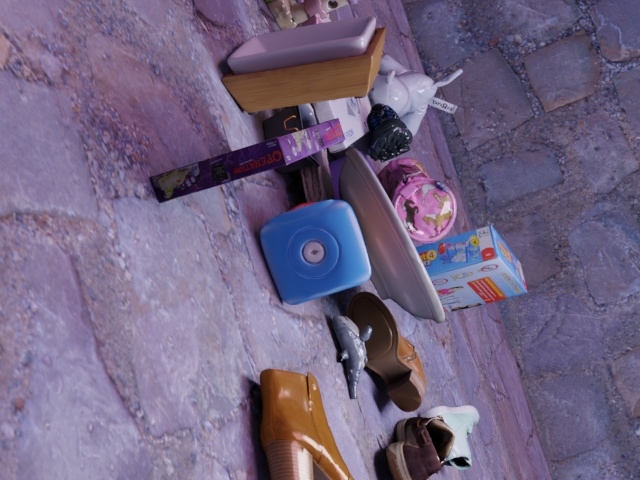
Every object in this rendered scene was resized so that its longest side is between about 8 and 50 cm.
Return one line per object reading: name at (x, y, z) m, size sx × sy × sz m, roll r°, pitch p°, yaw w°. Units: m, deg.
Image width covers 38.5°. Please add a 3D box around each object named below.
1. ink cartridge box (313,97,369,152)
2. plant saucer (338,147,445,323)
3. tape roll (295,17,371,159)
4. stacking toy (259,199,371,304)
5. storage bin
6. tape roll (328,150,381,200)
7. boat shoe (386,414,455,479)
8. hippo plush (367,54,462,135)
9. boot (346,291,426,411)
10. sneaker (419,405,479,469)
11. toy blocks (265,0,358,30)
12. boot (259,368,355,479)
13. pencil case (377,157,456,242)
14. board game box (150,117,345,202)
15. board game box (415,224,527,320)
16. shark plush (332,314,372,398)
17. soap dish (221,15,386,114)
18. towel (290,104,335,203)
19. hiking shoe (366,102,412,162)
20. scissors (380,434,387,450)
ink cartridge box at (0.032, -0.325, 2.057) m, size 0.224 × 0.045 × 0.223 m, roll 68°, pitch 22°, yaw -10°
plant saucer at (0.120, 0.007, 1.872) m, size 0.401 × 0.100 × 0.400 m, roll 63°, pitch 0°, yaw -1°
tape roll at (0.033, -0.382, 2.293) m, size 0.392 × 0.072 × 0.392 m, roll 54°, pitch 25°, yaw -39°
stacking toy at (0.000, 0.000, 1.732) m, size 0.302 × 0.175 × 0.166 m, roll -59°, pitch 131°, yaw -81°
storage bin at (-0.061, -0.201, 1.813) m, size 0.098 × 0.091 × 0.135 m, roll 39°, pitch 35°, yaw -58°
tape roll at (0.088, -0.110, 2.165) m, size 0.189 × 0.080 × 0.189 m, roll -19°, pitch 90°, yaw -72°
boat shoe at (0.227, 0.431, 1.920) m, size 0.342 × 0.123 × 0.123 m, roll 7°, pitch 61°, yaw -76°
hippo plush at (0.201, -0.379, 2.561) m, size 0.236 × 0.294 × 0.234 m, roll -28°, pitch 130°, yaw -53°
boot at (0.150, 0.216, 1.986) m, size 0.283 × 0.109 × 0.220 m, roll 57°, pitch 13°, yaw -7°
sneaker at (0.333, 0.486, 2.235) m, size 0.256 × 0.094 × 0.151 m, roll 15°, pitch 51°, yaw -57°
toy blocks at (-0.028, -0.637, 2.076) m, size 0.289 × 0.260 × 0.309 m, roll 57°, pitch 23°, yaw -34°
boot at (0.004, 0.326, 1.449) m, size 0.295 × 0.104 × 0.211 m, roll 42°, pitch 34°, yaw -48°
pencil case at (0.235, -0.110, 2.331) m, size 0.386 × 0.160 × 0.167 m, roll -103°, pitch -155°, yaw -78°
board game box at (-0.100, -0.132, 1.448) m, size 0.056 × 0.208 × 0.347 m, roll 69°, pitch 19°, yaw -5°
board game box at (0.334, 0.090, 2.309) m, size 0.308 × 0.301 × 0.086 m, roll 39°, pitch 38°, yaw -59°
shark plush at (0.051, 0.230, 1.811) m, size 0.067 × 0.073 × 0.161 m, roll 9°, pitch 83°, yaw -48°
soap dish at (-0.022, -0.340, 1.775) m, size 0.229 × 0.290 × 0.118 m, roll -69°, pitch 150°, yaw -63°
towel at (-0.009, -0.155, 1.931) m, size 0.187 × 0.049 × 0.282 m, roll 60°, pitch 18°, yaw -64°
hiking shoe at (0.149, -0.269, 2.228) m, size 0.304 × 0.113 × 0.132 m, roll 27°, pitch 38°, yaw -87°
scissors at (0.180, 0.534, 1.883) m, size 0.109 × 0.021 × 0.297 m, roll -3°, pitch 74°, yaw -69°
